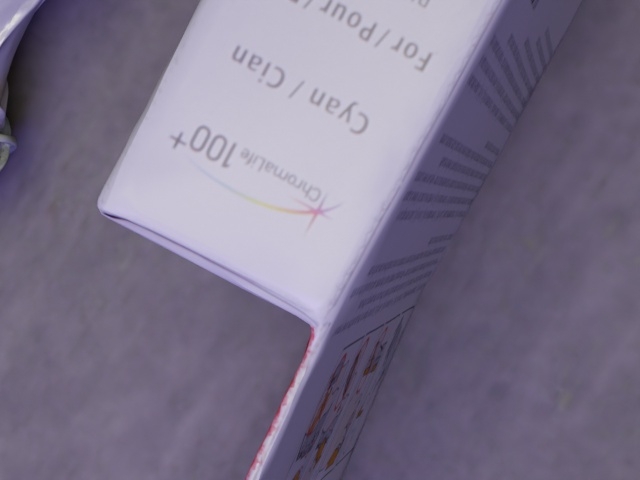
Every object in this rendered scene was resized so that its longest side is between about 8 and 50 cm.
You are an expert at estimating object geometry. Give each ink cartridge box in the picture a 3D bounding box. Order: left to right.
[{"bbox_3d":[0.000,0.000,0.553,0.066,0.296,0.261,27,94,7],"label":"ink cartridge box"}]

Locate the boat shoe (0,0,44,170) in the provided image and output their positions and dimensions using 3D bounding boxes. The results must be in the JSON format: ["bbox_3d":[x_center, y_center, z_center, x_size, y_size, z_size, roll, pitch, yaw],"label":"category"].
[{"bbox_3d":[-0.145,-0.041,0.689,0.226,0.083,0.076,-40,98,17],"label":"boat shoe"}]
